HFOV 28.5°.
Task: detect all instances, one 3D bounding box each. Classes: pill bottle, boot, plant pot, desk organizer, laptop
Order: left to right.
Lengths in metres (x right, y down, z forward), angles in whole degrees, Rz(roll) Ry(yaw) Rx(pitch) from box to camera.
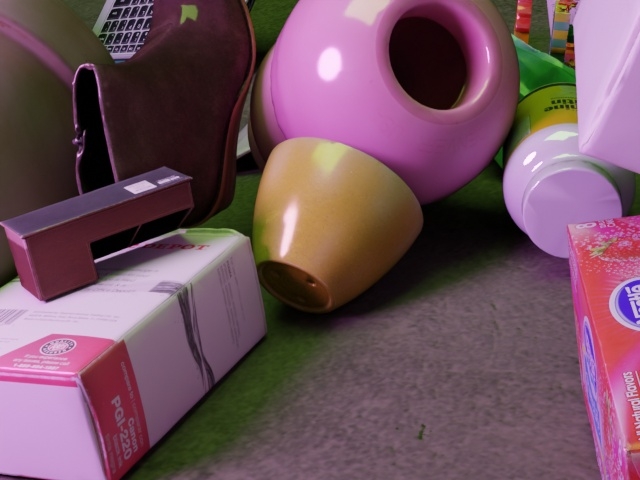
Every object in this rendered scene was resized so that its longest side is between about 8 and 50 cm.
[{"bbox_3d":[-0.332,-0.027,0.999,0.323,0.323,0.280,-6,39,12],"label":"plant pot"},{"bbox_3d":[-0.298,-0.346,1.737,0.382,0.236,0.407,8,71,49],"label":"laptop"},{"bbox_3d":[-0.153,-0.006,0.894,0.130,0.050,0.047,-22,23,-26],"label":"desk organizer"},{"bbox_3d":[-0.128,-0.133,1.016,0.090,0.248,0.207,-5,-1,20],"label":"boot"},{"bbox_3d":[0.000,0.000,0.976,0.134,0.134,0.095,5,54,35],"label":"plant pot"},{"bbox_3d":[0.199,-0.056,1.018,0.103,0.103,0.184,-7,23,10],"label":"pill bottle"}]

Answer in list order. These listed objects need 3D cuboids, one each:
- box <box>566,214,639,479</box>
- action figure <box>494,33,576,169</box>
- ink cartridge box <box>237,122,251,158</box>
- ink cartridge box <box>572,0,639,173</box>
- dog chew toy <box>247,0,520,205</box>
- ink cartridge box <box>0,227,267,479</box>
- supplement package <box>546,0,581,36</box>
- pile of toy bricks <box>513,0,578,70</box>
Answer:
[{"bbox_3d":[0.206,0.083,0.650,0.128,0.122,0.257,-7,22,9],"label":"box"},{"bbox_3d":[0.180,-0.146,1.210,0.137,0.063,0.232,-43,45,2],"label":"action figure"},{"bbox_3d":[0.029,-0.161,1.412,0.261,0.066,0.296,-30,14,25],"label":"ink cartridge box"},{"bbox_3d":[0.361,-0.099,0.749,0.395,0.166,0.285,21,26,1],"label":"ink cartridge box"},{"bbox_3d":[0.031,-0.119,1.106,0.207,0.206,0.332,-21,1,-23],"label":"dog chew toy"},{"bbox_3d":[-0.159,0.073,0.893,0.159,0.092,0.218,1,26,28],"label":"ink cartridge box"},{"bbox_3d":[0.414,-0.300,1.412,0.175,0.177,0.293,-24,25,-30],"label":"supplement package"},{"bbox_3d":[0.249,-0.205,1.315,0.118,0.105,0.212,5,30,6],"label":"pile of toy bricks"}]
